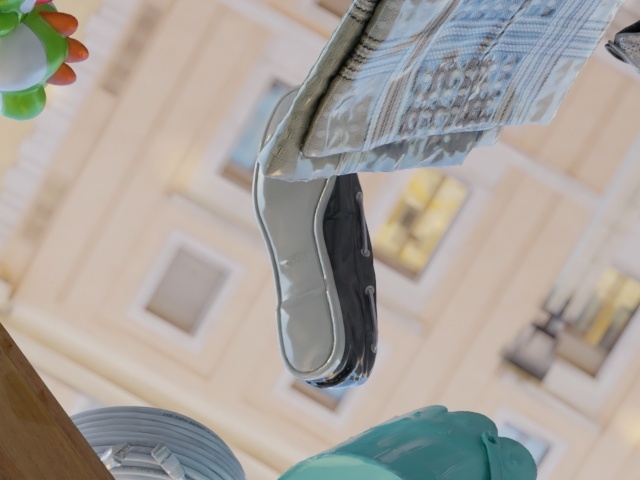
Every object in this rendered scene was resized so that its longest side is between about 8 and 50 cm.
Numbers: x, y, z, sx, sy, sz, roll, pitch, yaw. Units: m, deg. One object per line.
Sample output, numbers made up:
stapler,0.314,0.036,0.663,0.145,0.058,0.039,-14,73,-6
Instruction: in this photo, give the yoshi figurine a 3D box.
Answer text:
yoshi figurine,-0.363,-0.248,1.984,0.203,0.203,0.362,35,152,23

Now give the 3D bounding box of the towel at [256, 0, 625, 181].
towel,0.131,-0.169,1.502,0.312,0.324,0.056,-12,-126,-49

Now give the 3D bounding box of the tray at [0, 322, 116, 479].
tray,-0.174,0.272,1.311,0.411,0.076,0.203,55,-134,-7

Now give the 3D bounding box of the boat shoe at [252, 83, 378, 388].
boat shoe,0.000,0.000,2.143,0.095,0.112,0.335,23,-123,-53

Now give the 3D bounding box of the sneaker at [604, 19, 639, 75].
sneaker,0.298,-0.213,1.345,0.115,0.281,0.105,29,-172,-7

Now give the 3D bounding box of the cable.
cable,-0.205,0.279,2.121,0.257,0.257,0.089,45,-147,-41

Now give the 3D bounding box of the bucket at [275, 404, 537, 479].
bucket,0.077,0.305,1.898,0.281,0.281,0.183,36,-156,25
